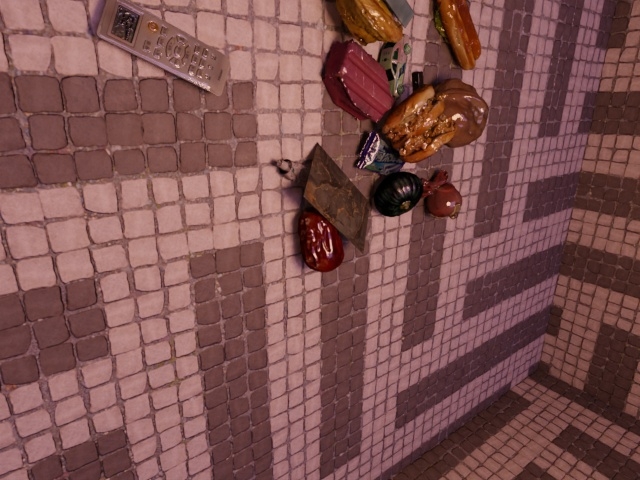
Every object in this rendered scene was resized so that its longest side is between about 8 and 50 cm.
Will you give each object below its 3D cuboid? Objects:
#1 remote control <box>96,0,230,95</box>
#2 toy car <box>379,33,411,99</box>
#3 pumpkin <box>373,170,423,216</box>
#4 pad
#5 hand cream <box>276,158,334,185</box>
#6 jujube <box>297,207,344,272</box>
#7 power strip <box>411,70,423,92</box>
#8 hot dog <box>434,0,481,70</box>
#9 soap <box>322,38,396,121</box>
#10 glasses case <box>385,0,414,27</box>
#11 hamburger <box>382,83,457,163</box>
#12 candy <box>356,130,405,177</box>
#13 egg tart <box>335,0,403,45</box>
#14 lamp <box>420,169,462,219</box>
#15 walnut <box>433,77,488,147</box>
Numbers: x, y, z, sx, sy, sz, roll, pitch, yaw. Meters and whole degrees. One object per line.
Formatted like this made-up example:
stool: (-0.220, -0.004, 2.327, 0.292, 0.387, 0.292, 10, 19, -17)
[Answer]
remote control: (-0.381, -0.478, 1.025, 0.313, 0.055, 0.109, 18, 88, -36)
toy car: (0.253, -0.612, 1.444, 0.076, 0.090, 0.224, 0, 102, -38)
pumpkin: (0.305, -0.176, 1.585, 0.202, 0.140, 0.202, -22, 149, -15)
pad: (0.072, -0.143, 1.442, 0.367, 0.007, 0.247, 42, 47, -39)
hand cream: (-0.054, -0.218, 1.374, 0.257, 0.050, 0.084, 15, 98, -47)
jujube: (0.000, 0.000, 1.425, 0.155, 0.155, 0.230, -23, 114, -31)
power strip: (0.380, -0.600, 1.587, 0.029, 0.038, 0.111, -26, 119, -28)
hot dog: (0.535, -0.824, 1.592, 0.337, 0.100, 0.135, 43, 69, -40)
soap: (0.141, -0.516, 1.379, 0.289, 0.112, 0.182, 20, 93, -41)
glasses case: (0.213, -0.813, 1.310, 0.056, 0.105, 0.266, -35, 146, 24)
hamburger: (0.359, -0.419, 1.468, 0.261, 0.245, 0.211, -38, 101, 18)
candy: (0.251, -0.312, 1.570, 0.275, 0.070, 0.145, 12, 105, -44)
egg tart: (0.137, -0.705, 1.258, 0.123, 0.294, 0.294, -34, 138, 28)
lamp: (0.519, -0.181, 1.788, 0.215, 0.151, 0.223, -30, 79, -34)
walnut: (0.532, -0.503, 1.618, 0.273, 0.227, 0.273, -11, 111, -29)
